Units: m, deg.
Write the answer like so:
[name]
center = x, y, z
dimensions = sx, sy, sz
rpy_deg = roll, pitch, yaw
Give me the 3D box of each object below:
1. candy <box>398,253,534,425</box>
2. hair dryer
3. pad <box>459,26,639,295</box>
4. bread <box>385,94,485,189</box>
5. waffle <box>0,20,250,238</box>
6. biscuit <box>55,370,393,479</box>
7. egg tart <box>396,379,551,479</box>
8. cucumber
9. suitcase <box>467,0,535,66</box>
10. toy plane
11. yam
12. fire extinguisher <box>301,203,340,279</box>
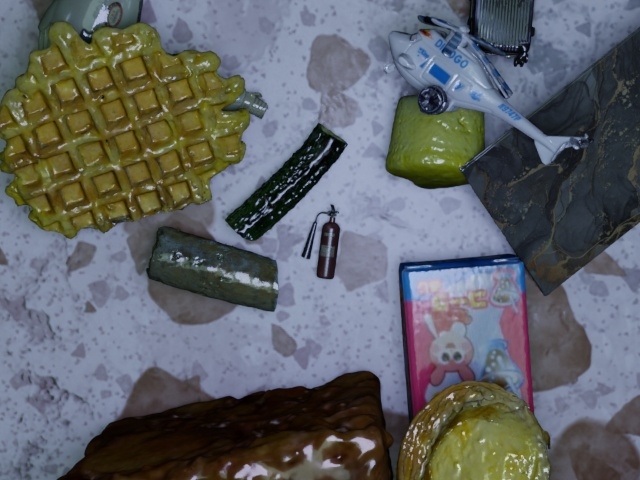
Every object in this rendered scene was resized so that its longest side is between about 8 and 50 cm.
[candy]
center = 0.191, 0.175, 1.460
dimensions = 0.157, 0.100, 0.306
rpy_deg = -5, 93, 0
[hair dryer]
center = -0.268, -0.175, 1.453
dimensions = 0.296, 0.119, 0.298
rpy_deg = -44, 105, 10
[pad]
center = 0.378, -0.118, 1.422
dimensions = 0.367, 0.007, 0.247
rpy_deg = -38, 121, 3
[bread]
center = 0.154, -0.125, 1.424
dimensions = 0.129, 0.111, 0.114
rpy_deg = 6, 85, -35
[waffle]
center = -0.249, -0.130, 1.411
dimensions = 0.312, 0.060, 0.307
rpy_deg = 13, 117, -17
[biscuit]
center = -0.099, 0.290, 1.356
dimensions = 0.395, 0.342, 0.166
rpy_deg = -12, 97, 4
[egg tart]
center = 0.181, 0.272, 1.359
dimensions = 0.212, 0.090, 0.212
rpy_deg = -2, 95, -20
[cucumber]
center = -0.042, -0.074, 1.469
dimensions = 0.187, 0.058, 0.058
rpy_deg = -45, 92, 2
[suitcase]
center = 0.234, -0.292, 1.446
dimensions = 0.086, 0.059, 0.126
rpy_deg = 4, 92, 0
[toy plane]
center = 0.195, -0.176, 1.346
dimensions = 0.273, 0.182, 0.107
rpy_deg = 36, 112, 1
[yam]
center = -0.137, 0.038, 1.467
dimensions = 0.179, 0.078, 0.078
rpy_deg = 15, 94, 0
[fire extinguisher]
center = 0.001, 0.000, 1.489
dimensions = 0.046, 0.032, 0.100
rpy_deg = 9, 95, 35
